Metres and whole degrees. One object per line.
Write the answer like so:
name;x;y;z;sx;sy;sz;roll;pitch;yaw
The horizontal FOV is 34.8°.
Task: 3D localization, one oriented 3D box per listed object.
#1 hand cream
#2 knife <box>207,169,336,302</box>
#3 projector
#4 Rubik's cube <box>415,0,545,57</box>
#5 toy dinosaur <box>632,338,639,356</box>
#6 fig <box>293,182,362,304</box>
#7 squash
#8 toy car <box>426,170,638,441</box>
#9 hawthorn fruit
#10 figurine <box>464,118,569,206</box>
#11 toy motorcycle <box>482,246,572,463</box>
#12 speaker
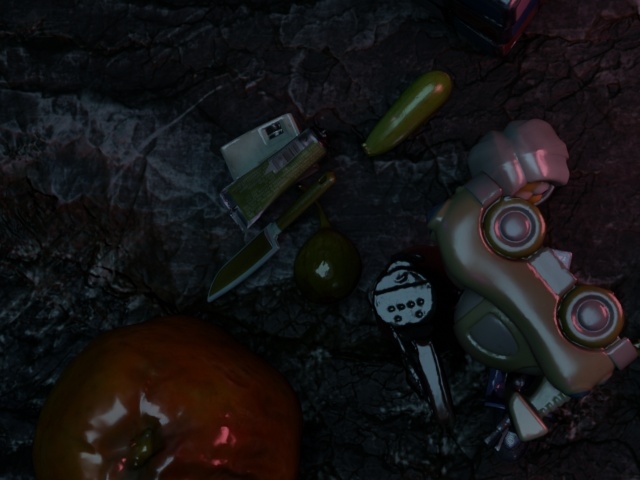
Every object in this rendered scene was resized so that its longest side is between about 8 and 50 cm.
hand cream;-0.075;-0.119;1.796;0.235;0.055;0.086;-40;77;15
knife;-0.093;-0.001;1.818;0.343;0.027;0.061;-42;46;23
projector;-0.091;-0.148;1.852;0.147;0.061;0.115;-26;83;9
Rubik's cube;0.255;-0.549;1.653;0.363;0.359;0.362;37;93;12
toy dinosaur;0.597;0.188;1.698;0.126;0.039;0.162;-37;81;6
fig;0.000;0.000;1.815;0.124;0.124;0.236;-18;62;10
squash;0.150;-0.223;1.806;0.201;0.066;0.066;-43;79;10
toy car;0.269;0.092;1.470;0.226;0.242;0.336;-41;81;3
hawthorn fruit;-0.252;0.349;1.671;0.471;0.472;0.472;-1;86;12
figurine;0.316;-0.114;1.674;0.176;0.236;0.133;-26;82;8
toy motorcycle;0.332;0.191;1.664;0.125;0.212;0.358;9;88;12
speaker;0.149;0.144;1.661;0.198;0.329;0.259;11;95;12
